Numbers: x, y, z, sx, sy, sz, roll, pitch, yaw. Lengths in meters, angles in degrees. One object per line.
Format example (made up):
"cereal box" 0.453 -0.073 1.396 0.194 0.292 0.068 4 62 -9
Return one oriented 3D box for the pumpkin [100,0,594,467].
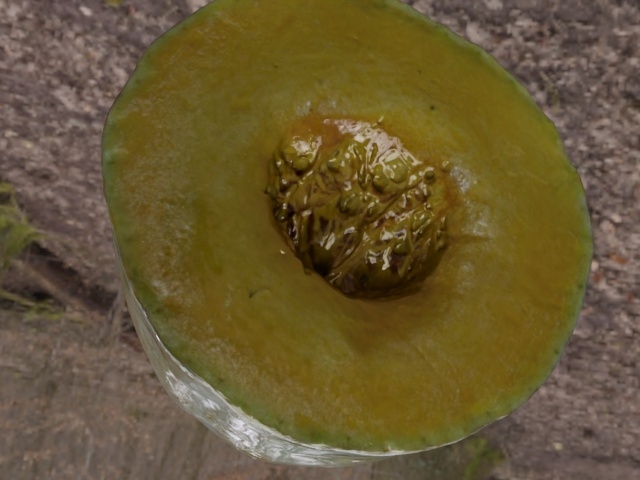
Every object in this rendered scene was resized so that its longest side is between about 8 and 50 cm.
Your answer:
"pumpkin" 0.000 0.000 0.635 0.332 0.333 0.199 10 158 -14
